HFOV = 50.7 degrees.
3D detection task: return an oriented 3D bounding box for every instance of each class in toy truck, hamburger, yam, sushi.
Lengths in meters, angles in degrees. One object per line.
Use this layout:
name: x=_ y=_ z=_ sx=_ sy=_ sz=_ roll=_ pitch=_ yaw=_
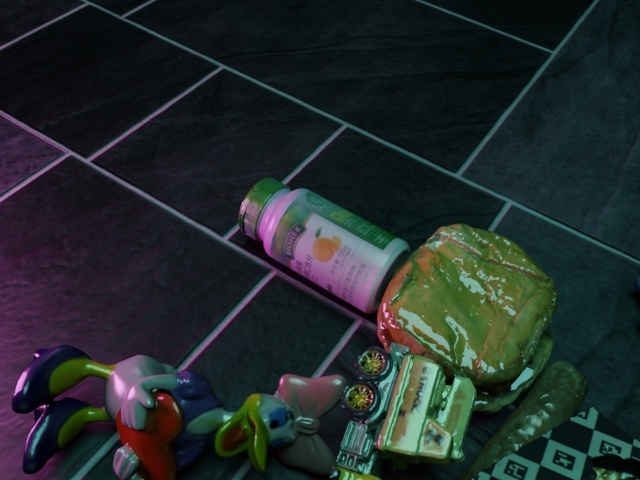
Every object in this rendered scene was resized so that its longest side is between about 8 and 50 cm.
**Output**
toy truck: x=0.096 y=0.269 z=0.847 sx=0.157 sy=0.124 sz=0.272 roll=10 pitch=58 yaw=23
hamburger: x=0.228 y=0.113 z=1.029 sx=0.259 sy=0.144 sz=0.283 roll=37 pitch=60 yaw=21
yam: x=0.256 y=0.296 z=0.913 sx=0.081 sy=0.081 sz=0.357 roll=35 pitch=54 yaw=23
sushi: x=0.332 y=0.350 z=0.811 sx=0.290 sy=0.050 sz=0.264 roll=-19 pitch=40 yaw=-31

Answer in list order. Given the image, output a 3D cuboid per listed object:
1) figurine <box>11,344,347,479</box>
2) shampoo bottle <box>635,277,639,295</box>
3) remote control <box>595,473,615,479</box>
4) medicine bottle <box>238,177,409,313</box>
figurine: x=-0.184 y=0.230 z=0.886 sx=0.421 sy=0.154 sz=0.193 roll=8 pitch=13 yaw=12
shampoo bottle: x=0.585 y=0.161 z=1.081 sx=0.104 sy=0.061 sz=0.258 roll=-3 pitch=48 yaw=-11
remote control: x=0.447 y=0.398 z=0.864 sx=0.109 sy=0.055 sz=0.313 roll=-18 pitch=48 yaw=-26
medicine bottle: x=0.000 y=0.000 z=1.114 sx=0.274 sy=0.133 sz=0.133 roll=30 pitch=52 yaw=20
